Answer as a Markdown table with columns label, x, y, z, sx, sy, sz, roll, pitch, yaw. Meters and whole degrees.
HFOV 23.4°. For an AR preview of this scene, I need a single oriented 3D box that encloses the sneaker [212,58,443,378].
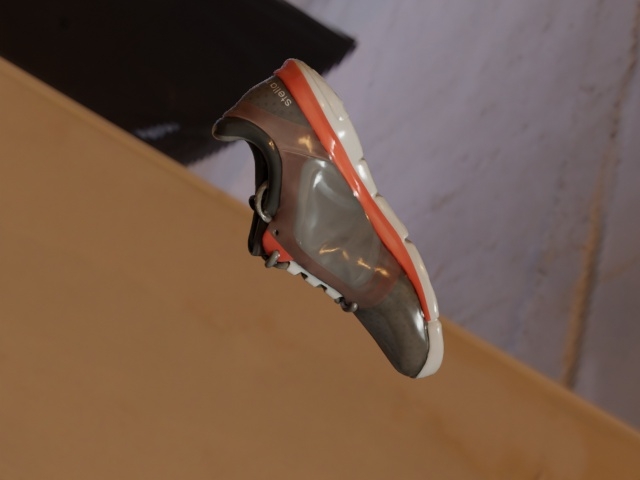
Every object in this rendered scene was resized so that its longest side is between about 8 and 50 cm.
| label | x | y | z | sx | sy | sz | roll | pitch | yaw |
| --- | --- | --- | --- | --- | --- | --- | --- | --- | --- |
| sneaker | 0.000 | 0.000 | 0.692 | 0.065 | 0.158 | 0.061 | -30 | -168 | -11 |
